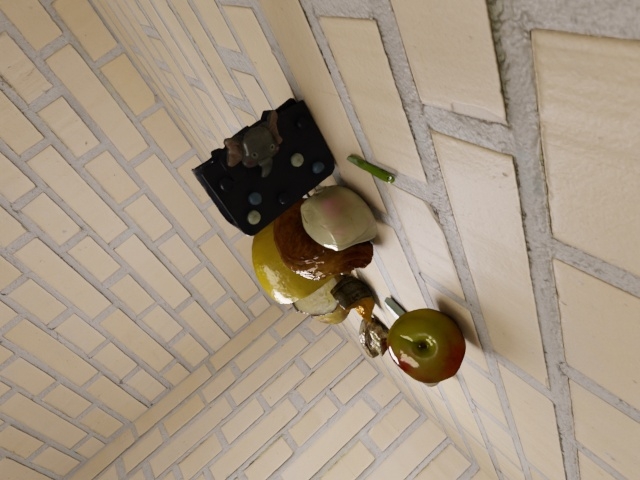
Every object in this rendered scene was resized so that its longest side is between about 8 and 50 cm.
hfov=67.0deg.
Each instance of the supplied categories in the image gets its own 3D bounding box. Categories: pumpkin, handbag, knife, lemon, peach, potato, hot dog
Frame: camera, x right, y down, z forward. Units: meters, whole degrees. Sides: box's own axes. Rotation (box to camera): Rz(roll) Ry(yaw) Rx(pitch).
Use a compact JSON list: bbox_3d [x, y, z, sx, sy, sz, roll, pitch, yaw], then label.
[{"bbox_3d":[0.163,0.242,2.021,0.131,0.126,0.248,42,-176,36],"label":"pumpkin"},{"bbox_3d":[-0.138,-0.195,1.229,0.118,0.326,0.269,33,160,50],"label":"handbag"},{"bbox_3d":[0.111,-0.170,1.129,0.026,0.022,0.184,25,-171,-43],"label":"knife"},{"bbox_3d":[-0.117,0.050,1.915,0.364,0.364,0.364,47,168,13],"label":"lemon"},{"bbox_3d":[0.307,0.305,1.412,0.231,0.231,0.231,47,168,13],"label":"peach"},{"bbox_3d":[0.036,0.234,2.215,0.301,0.288,0.237,9,180,39],"label":"potato"},{"bbox_3d":[0.000,0.000,1.561,0.387,0.267,0.174,43,130,48],"label":"hot dog"}]

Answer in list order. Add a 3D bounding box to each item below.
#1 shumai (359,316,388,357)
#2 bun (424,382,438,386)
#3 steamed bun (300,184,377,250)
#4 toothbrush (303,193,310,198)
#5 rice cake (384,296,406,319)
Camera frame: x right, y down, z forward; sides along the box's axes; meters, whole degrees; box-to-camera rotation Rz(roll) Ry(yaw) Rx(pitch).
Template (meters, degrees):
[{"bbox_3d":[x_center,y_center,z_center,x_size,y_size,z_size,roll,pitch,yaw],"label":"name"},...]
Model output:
[{"bbox_3d":[0.271,0.458,2.268,0.153,0.161,0.209,-3,106,49],"label":"shumai"},{"bbox_3d":[0.424,0.488,1.870,0.138,0.094,0.138,35,-155,-19],"label":"bun"},{"bbox_3d":[0.044,-0.077,1.352,0.239,0.170,0.152,33,141,59],"label":"steamed bun"},{"bbox_3d":[0.024,-0.060,1.789,0.297,0.030,0.030,53,142,-8],"label":"toothbrush"},{"bbox_3d":[0.318,0.300,1.782,0.222,0.042,0.080,43,165,26],"label":"rice cake"}]
